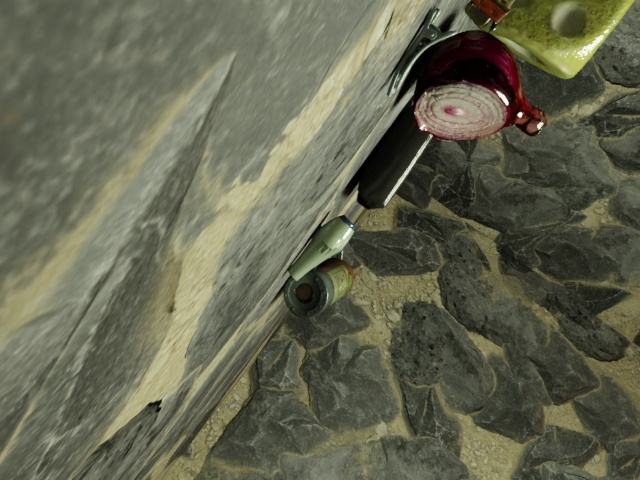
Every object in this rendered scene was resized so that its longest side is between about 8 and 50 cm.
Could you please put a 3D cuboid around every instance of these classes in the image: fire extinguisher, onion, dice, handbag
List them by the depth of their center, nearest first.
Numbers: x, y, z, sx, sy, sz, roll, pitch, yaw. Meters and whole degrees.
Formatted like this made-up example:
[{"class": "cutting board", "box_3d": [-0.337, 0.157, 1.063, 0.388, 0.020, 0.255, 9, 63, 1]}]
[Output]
[{"class": "onion", "box_3d": [0.260, -0.236, 0.922, 0.195, 0.218, 0.140, 107, 0, -64]}, {"class": "dice", "box_3d": [0.434, -0.449, 1.055, 0.233, 0.227, 0.238, -57, 174, 19]}, {"class": "handbag", "box_3d": [0.154, -0.179, 1.231, 0.247, 0.080, 0.223, -56, -177, 3]}, {"class": "fire extinguisher", "box_3d": [0.027, 0.081, 1.505, 0.200, 0.113, 0.376, -66, 168, 9]}]

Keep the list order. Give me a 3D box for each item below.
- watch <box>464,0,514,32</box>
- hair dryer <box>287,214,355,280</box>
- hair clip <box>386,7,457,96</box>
[{"class": "watch", "box_3d": [0.268, -0.374, 0.796, 0.165, 0.102, 0.268, -54, -178, -35]}, {"class": "hair dryer", "box_3d": [-0.012, 0.014, 1.241, 0.167, 0.067, 0.199, -44, -171, -8]}, {"class": "hair clip", "box_3d": [0.120, -0.221, 0.705, 0.115, 0.039, 0.030, -54, 171, 37]}]
